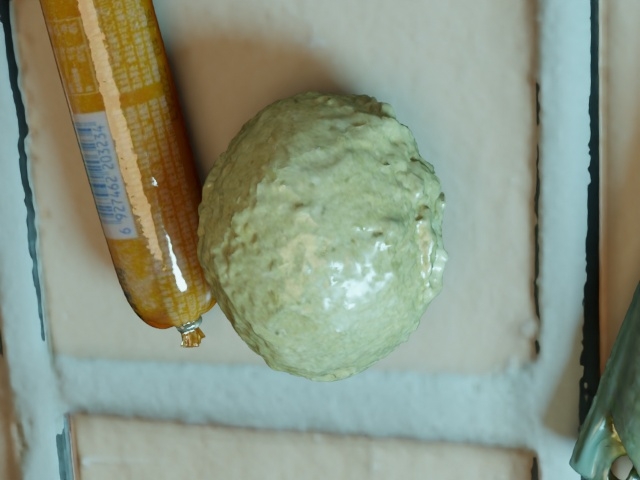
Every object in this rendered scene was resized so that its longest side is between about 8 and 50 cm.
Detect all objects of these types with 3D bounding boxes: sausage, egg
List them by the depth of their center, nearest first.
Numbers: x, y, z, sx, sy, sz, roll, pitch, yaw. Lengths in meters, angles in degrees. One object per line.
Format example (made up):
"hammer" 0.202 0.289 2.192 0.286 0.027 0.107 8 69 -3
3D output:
"egg" 0.000 0.000 0.843 0.116 0.118 0.140 -1 104 -29
"sausage" -0.105 -0.109 0.860 0.053 0.053 0.347 -8 106 18

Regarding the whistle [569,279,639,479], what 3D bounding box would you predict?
"whistle" 0.188 -0.018 0.809 0.068 0.057 0.326 24 115 19
